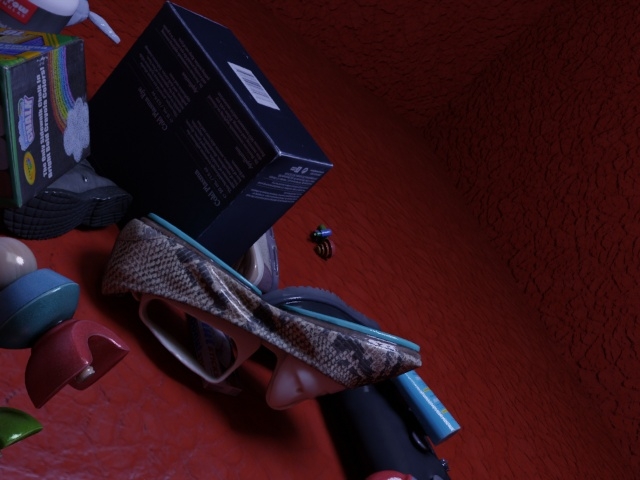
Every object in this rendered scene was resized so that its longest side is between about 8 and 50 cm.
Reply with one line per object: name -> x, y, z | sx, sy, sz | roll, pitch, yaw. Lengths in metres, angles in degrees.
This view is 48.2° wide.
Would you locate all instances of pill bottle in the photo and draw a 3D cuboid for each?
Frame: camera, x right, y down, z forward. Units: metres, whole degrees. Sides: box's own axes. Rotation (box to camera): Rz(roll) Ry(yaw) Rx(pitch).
pill bottle -> -0.484, -0.369, 1.118 | 0.161, 0.283, 0.161 | 39, 23, -20

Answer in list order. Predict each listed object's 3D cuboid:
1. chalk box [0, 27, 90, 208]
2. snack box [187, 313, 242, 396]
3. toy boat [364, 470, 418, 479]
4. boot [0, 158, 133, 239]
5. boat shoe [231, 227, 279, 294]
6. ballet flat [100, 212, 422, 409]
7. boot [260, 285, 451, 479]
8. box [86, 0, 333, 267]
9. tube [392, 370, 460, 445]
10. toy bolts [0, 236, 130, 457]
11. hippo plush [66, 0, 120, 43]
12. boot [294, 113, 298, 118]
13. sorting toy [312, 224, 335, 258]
chalk box -> -0.433, -0.155, 0.897 | 0.179, 0.180, 0.289 | 7, 24, 4
snack box -> -0.171, 0.162, 1.132 | 0.064, 0.022, 0.178 | 26, 30, -40
toy boat -> 0.096, 0.410, 0.934 | 0.151, 0.151, 0.231 | 36, 55, 3
boot -> -0.414, -0.085, 1.069 | 0.161, 0.083, 0.246 | 40, 19, 16
boat shoe -> -0.137, -0.006, 1.399 | 0.092, 0.103, 0.285 | 36, 27, -39
ballet flat -> -0.098, 0.137, 1.052 | 0.483, 0.182, 0.164 | 26, -11, -2
boot -> 0.065, 0.310, 1.184 | 0.367, 0.146, 0.445 | 21, 37, -45
box -> -0.215, -0.156, 1.214 | 0.343, 0.312, 0.179 | 55, 22, 18
tube -> 0.153, 0.247, 1.211 | 0.207, 0.052, 0.080 | 54, 4, 24
toy bolts -> -0.315, 0.107, 0.626 | 0.158, 0.228, 0.218 | 50, 3, 7
hippo plush -> -0.544, -0.507, 1.307 | 0.294, 0.234, 0.236 | -20, 53, -40
boot -> -0.180, -0.315, 1.790 | 0.377, 0.138, 0.284 | 58, 23, 11
sorting toy -> 0.000, 0.000, 1.720 | 0.042, 0.061, 0.102 | -8, 41, -23
